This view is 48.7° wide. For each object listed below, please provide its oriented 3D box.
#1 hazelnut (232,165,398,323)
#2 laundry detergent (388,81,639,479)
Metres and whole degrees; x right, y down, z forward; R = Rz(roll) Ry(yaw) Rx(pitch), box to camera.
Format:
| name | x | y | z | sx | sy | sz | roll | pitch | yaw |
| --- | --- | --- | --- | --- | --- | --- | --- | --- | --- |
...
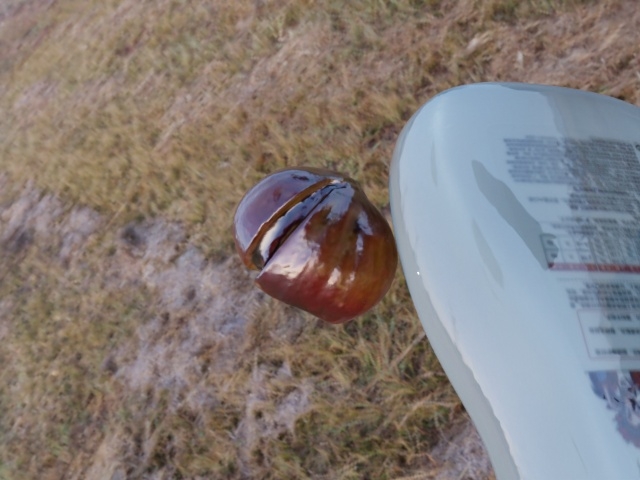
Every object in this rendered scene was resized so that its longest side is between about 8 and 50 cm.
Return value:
| name | x | y | z | sx | sy | sz | roll | pitch | yaw |
| --- | --- | --- | --- | --- | --- | --- | --- | --- | --- |
| hazelnut | 0.000 | 0.000 | 0.851 | 0.178 | 0.178 | 0.204 | -45 | 74 | 6 |
| laundry detergent | 0.194 | 0.091 | 0.444 | 0.125 | 0.264 | 0.398 | 123 | 146 | -53 |
